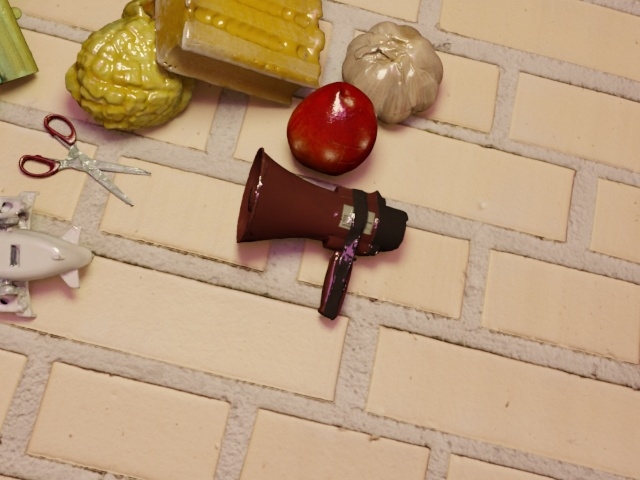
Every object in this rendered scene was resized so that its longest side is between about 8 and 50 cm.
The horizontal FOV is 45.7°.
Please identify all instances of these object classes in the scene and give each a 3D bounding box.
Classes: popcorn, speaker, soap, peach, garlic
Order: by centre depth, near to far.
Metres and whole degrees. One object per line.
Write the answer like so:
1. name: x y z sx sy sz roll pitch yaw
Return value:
1. speaker: -0.003 -0.014 1.490 0.329 0.198 0.259 19 54 -9
2. soap: -0.158 -0.456 1.540 0.335 0.156 0.293 7 74 -38
3. peach: 0.029 -0.231 1.542 0.197 0.197 0.197 2 74 -6
4. popcorn: -0.364 -0.348 1.551 0.225 0.174 0.286 40 62 -11
5. garlic: 0.154 -0.367 1.625 0.228 0.152 0.228 4 72 -11

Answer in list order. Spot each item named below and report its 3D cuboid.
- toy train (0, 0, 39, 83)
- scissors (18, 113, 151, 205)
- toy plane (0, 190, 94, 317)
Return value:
1. toy train: -0.694 -0.430 1.508 0.189 0.126 0.307 -40 116 -47
2. scissors: -0.478 -0.156 1.556 0.248 0.017 0.144 24 73 -1
3. toy plane: -0.560 0.027 1.446 0.245 0.117 0.244 0 93 -4
